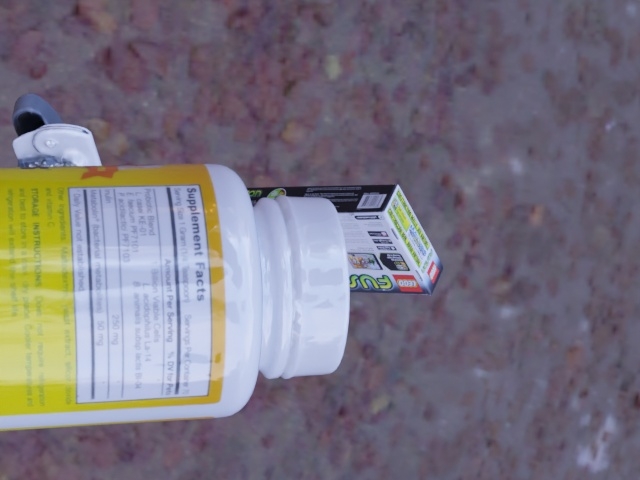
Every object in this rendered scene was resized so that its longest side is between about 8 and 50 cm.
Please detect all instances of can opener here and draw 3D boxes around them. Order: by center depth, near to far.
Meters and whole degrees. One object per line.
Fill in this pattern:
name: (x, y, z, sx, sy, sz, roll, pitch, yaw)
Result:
can opener: (-0.230, -0.019, 1.271, 0.093, 0.074, 0.280, -95, 177, -46)

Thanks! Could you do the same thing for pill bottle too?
pill bottle: (-0.100, 0.024, 0.584, 0.215, 0.117, 0.117, -2, 101, -13)

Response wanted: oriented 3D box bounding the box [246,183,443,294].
box: (0.000, 0.000, 1.217, 0.114, 0.207, 0.036, 58, 46, -38)
